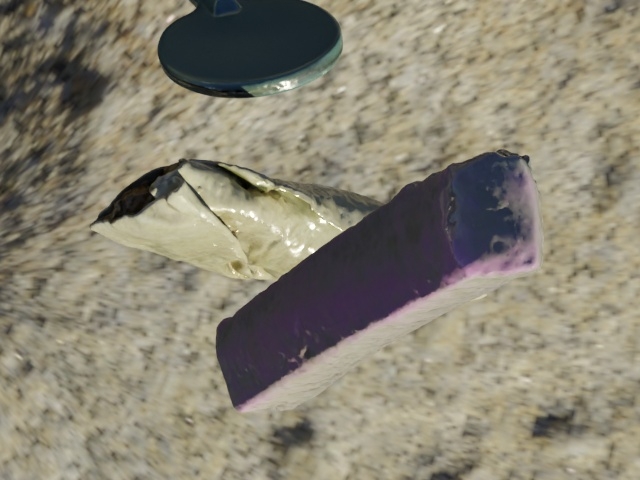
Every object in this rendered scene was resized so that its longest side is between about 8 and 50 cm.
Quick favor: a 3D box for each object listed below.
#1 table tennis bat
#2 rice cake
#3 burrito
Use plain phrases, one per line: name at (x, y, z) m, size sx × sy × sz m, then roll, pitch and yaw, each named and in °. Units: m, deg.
table tennis bat at (-0.073, -0.177, 1.482) m, size 0.149 × 0.237 × 0.038 m, roll -18°, pitch 126°, yaw -15°
rice cake at (0.021, 0.032, 1.042) m, size 0.056 × 0.365 × 0.072 m, roll -4°, pitch 75°, yaw -27°
burrito at (0.000, 0.000, 1.427) m, size 0.392 × 0.117 × 0.076 m, roll 13°, pitch 64°, yaw -43°
